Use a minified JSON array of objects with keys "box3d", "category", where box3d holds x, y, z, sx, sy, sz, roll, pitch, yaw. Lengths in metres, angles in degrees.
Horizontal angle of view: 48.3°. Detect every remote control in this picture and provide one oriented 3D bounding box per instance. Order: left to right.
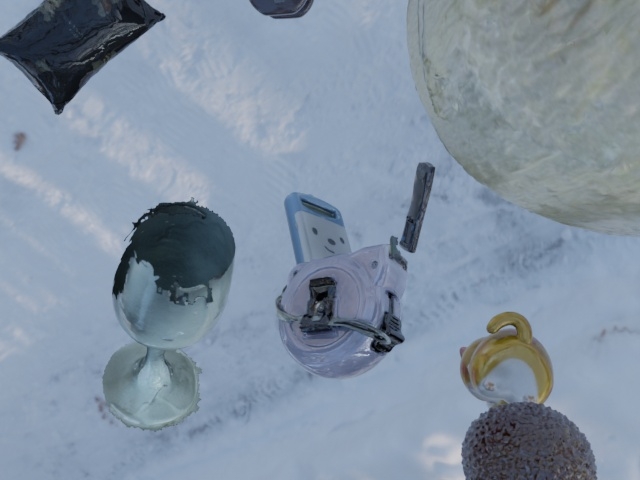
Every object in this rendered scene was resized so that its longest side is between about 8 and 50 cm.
[{"box3d":[0.223,-0.076,1.648,0.028,0.059,0.212,5,104,-23],"category":"remote control"}]

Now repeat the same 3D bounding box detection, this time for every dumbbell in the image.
[{"box3d":[-0.084,-0.553,1.562,0.140,0.225,0.124,-2,105,2],"category":"dumbbell"}]

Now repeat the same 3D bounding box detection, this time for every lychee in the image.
[{"box3d":[0.287,0.315,0.992,0.194,0.194,0.195,7,122,11],"category":"lychee"}]

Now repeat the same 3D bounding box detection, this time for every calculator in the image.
[{"box3d":[0.000,0.000,1.206,0.121,0.210,0.039,22,130,-36],"category":"calculator"}]

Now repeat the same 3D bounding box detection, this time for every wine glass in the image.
[{"box3d":[-0.187,0.097,0.868,0.143,0.143,0.321,22,133,0],"category":"wine glass"}]

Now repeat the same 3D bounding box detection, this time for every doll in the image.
[{"box3d":[0.369,0.262,1.451,0.166,0.162,0.270,25,162,4],"category":"doll"}]

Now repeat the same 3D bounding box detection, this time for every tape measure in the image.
[{"box3d":[0.027,0.099,0.989,0.196,0.179,0.105,-17,150,26],"category":"tape measure"}]

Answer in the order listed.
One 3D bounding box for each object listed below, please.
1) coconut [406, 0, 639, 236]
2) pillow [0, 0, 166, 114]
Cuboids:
[{"box3d":[0.231,-0.159,0.383,0.346,0.360,0.347,0,90,-9],"category":"coconut"},{"box3d":[-0.233,-0.202,0.685,0.150,0.048,0.090,-41,109,4],"category":"pillow"}]
